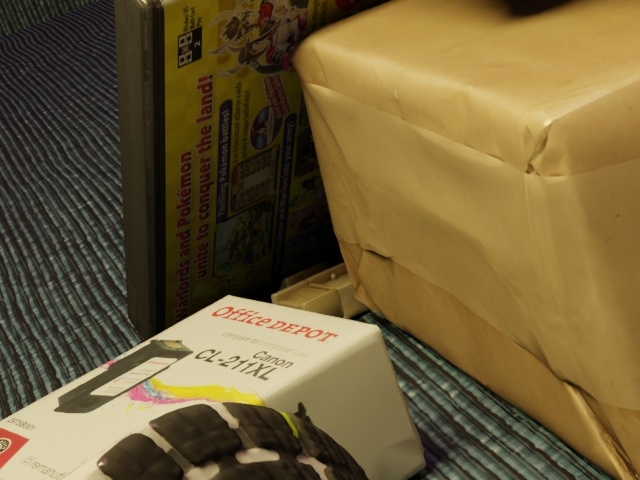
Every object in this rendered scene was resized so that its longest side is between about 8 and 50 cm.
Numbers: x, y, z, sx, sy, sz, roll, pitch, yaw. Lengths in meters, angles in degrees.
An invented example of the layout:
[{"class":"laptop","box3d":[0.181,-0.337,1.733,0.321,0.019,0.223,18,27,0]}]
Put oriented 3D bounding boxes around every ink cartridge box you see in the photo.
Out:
[{"class":"ink cartridge box","box3d":[-0.064,0.097,0.684,0.175,0.072,0.127,-30,20,-29]}]

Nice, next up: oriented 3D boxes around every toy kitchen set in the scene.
[{"class":"toy kitchen set","box3d":[0.000,0.000,0.901,0.083,0.075,0.068,-24,17,-31]}]

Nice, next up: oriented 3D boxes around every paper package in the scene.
[{"class":"paper package","box3d":[0.192,-0.056,0.730,0.324,0.168,0.309,-22,19,-13]}]

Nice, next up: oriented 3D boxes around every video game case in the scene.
[{"class":"video game case","box3d":[0.002,-0.082,0.887,0.248,0.275,0.035,-27,58,-24]}]

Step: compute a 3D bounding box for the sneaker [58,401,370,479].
[{"class":"sneaker","box3d":[-0.090,0.142,0.516,0.300,0.111,0.121,-15,-23,-42]}]
